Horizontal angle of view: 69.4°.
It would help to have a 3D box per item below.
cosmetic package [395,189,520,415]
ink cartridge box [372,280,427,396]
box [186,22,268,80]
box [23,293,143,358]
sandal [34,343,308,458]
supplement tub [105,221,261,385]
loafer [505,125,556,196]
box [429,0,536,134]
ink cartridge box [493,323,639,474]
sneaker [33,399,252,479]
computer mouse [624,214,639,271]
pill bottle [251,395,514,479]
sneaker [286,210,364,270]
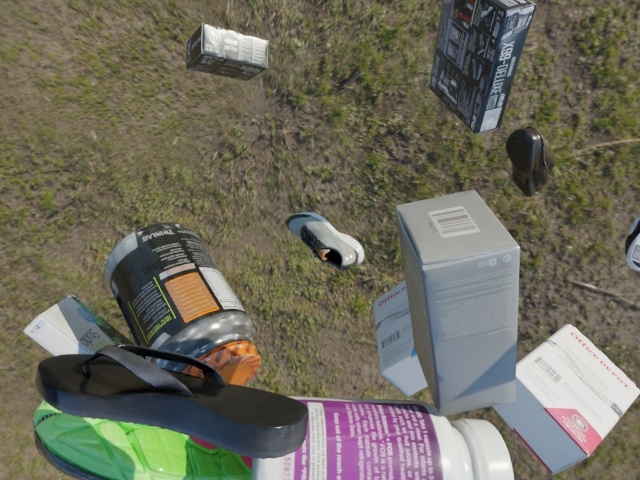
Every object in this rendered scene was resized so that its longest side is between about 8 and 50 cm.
[{"bbox_3d":[0.159,0.077,0.539,0.107,0.127,0.237,-11,122,1],"label":"cosmetic package"},{"bbox_3d":[0.284,0.256,1.345,0.223,0.307,0.129,-38,113,22],"label":"ink cartridge box"},{"bbox_3d":[-0.253,-0.500,1.243,0.180,0.147,0.077,1,93,-30],"label":"box"},{"bbox_3d":[-0.506,0.267,1.088,0.058,0.232,0.322,-45,103,-6],"label":"box"},{"bbox_3d":[-0.130,0.124,0.407,0.255,0.097,0.054,5,91,16],"label":"sandal"},{"bbox_3d":[-0.270,0.143,0.916,0.207,0.207,0.338,-40,62,4],"label":"supplement tub"},{"bbox_3d":[0.448,-0.175,0.973,0.078,0.080,0.220,-33,150,8],"label":"loafer"},{"bbox_3d":[0.372,-0.453,1.122,0.077,0.242,0.307,-16,139,-11],"label":"box"},{"bbox_3d":[0.452,0.284,0.867,0.237,0.172,0.100,-18,146,-37],"label":"ink cartridge box"},{"bbox_3d":[-0.201,0.363,0.691,0.202,0.185,0.483,-48,122,3],"label":"sneaker"},{"bbox_3d":[0.609,-0.036,0.846,0.106,0.042,0.192,23,98,-12],"label":"computer mouse"},{"bbox_3d":[0.068,0.284,0.572,0.302,0.169,0.169,5,104,-7],"label":"pill bottle"},{"bbox_3d":[0.000,0.000,1.403,0.272,0.108,0.100,31,131,23],"label":"sneaker"}]
